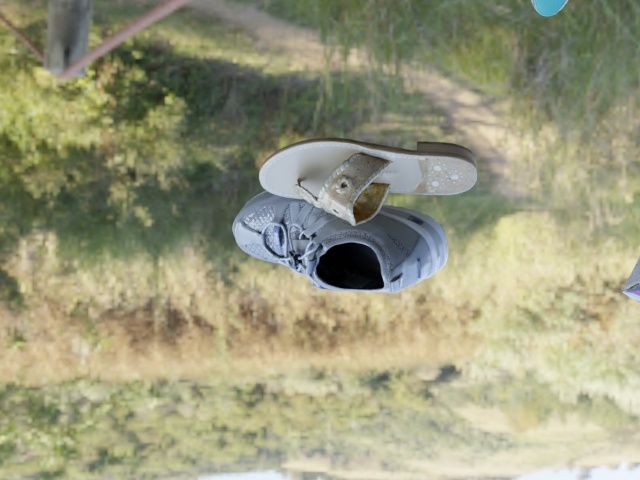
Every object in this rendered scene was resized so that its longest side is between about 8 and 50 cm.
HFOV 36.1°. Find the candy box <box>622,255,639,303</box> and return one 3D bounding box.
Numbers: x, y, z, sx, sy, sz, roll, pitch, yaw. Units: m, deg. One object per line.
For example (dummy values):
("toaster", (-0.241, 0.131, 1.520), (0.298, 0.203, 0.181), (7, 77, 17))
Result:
("candy box", (0.544, 0.013, 1.363), (0.159, 0.233, 0.071), (33, 163, -1))

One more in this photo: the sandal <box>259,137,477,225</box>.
("sandal", (0.047, -0.055, 1.053), (0.240, 0.079, 0.088), (-2, 138, 7))

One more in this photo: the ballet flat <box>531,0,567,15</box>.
("ballet flat", (0.383, -0.478, 1.609), (0.077, 0.079, 0.221), (-3, 138, 5))

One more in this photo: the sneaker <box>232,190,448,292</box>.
("sneaker", (0.000, 0.000, 1.134), (0.281, 0.105, 0.115), (6, -152, 36))
